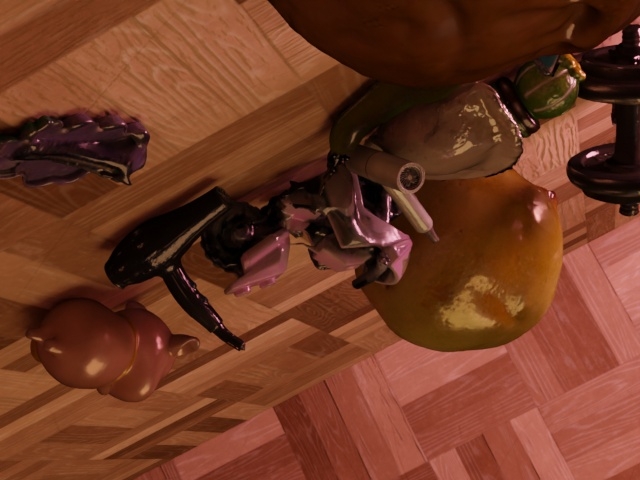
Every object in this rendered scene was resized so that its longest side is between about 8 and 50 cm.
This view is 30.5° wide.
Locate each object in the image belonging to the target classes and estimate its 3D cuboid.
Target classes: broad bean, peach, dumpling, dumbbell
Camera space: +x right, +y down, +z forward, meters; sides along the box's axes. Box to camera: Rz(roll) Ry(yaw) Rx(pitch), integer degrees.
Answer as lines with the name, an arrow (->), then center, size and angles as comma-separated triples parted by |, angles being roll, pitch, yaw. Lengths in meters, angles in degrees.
broad bean -> 0.095, -0.177, 1.453 | 0.325, 0.075, 0.067 | -35, -172, 36
peach -> 0.223, 0.017, 1.893 | 0.314, 0.281, 0.315 | 24, 106, -25
dumpling -> 0.173, -0.134, 1.544 | 0.247, 0.172, 0.142 | -17, -139, 53
dumbbell -> 0.452, -0.171, 1.714 | 0.192, 0.290, 0.192 | -5, -157, 2

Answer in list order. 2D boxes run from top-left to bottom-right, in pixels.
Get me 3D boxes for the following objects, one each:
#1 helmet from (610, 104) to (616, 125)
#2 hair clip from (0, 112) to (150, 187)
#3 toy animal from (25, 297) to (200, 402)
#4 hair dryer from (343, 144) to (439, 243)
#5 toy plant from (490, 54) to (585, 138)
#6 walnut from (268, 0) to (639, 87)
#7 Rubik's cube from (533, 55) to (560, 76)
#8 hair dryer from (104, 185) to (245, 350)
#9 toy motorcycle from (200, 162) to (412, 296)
helmet -> 0.549, -0.250, 1.885 | 0.177, 0.107, 0.153 | -4, 164, -7
hair clip -> -0.261, -0.083, 1.211 | 0.195, 0.052, 0.124 | 1, 144, -49
toy animal -> -0.321, 0.156, 1.714 | 0.248, 0.165, 0.149 | 6, 117, -53
hair dryer -> 0.123, -0.047, 1.533 | 0.044, 0.183, 0.155 | -47, -154, -6
toy plant -> 0.292, -0.200, 1.641 | 0.162, 0.093, 0.093 | -33, 163, 20
walnut -> 0.103, -0.265, 0.702 | 0.354, 0.308, 0.398 | -24, 163, -3
Rubik's cube -> 0.151, -0.288, 1.137 | 0.178, 0.211, 0.190 | 25, 173, -26
hair dryer -> -0.155, 0.054, 1.550 | 0.195, 0.219, 0.075 | -33, -166, 17
toy motorcycle -> 0.000, 0.000, 1.642 | 0.327, 0.188, 0.143 | -19, 170, -25
